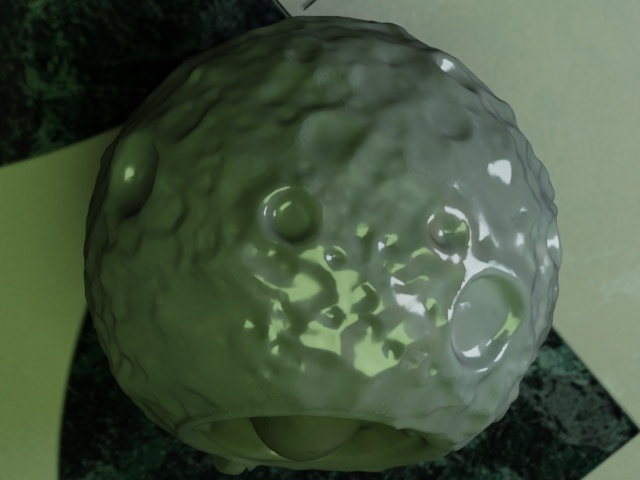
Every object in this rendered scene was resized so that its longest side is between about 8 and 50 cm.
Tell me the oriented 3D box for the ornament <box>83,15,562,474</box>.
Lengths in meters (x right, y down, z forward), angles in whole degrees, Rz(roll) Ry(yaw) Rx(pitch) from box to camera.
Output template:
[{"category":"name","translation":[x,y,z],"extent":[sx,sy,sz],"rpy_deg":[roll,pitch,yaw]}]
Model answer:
[{"category":"ornament","translation":[0.000,0.000,1.387],"extent":[0.337,0.337,0.337],"rpy_deg":[-6,115,-12]}]
